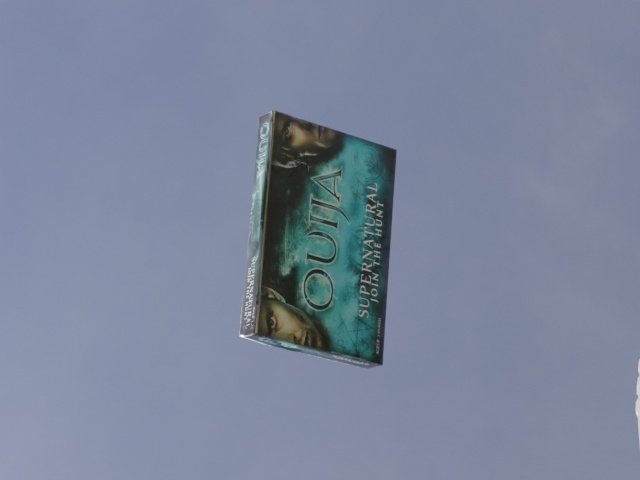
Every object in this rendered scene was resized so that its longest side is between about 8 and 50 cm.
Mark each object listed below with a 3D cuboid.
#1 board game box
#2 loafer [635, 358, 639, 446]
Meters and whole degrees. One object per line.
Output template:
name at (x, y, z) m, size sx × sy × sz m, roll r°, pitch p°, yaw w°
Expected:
board game box at (0.000, 0.000, 1.343) m, size 0.026 × 0.126 × 0.186 m, roll -20°, pitch -119°, yaw 52°
loafer at (0.114, 0.075, 0.332) m, size 0.092 × 0.268 × 0.102 m, roll -28°, pitch -68°, yaw 23°
